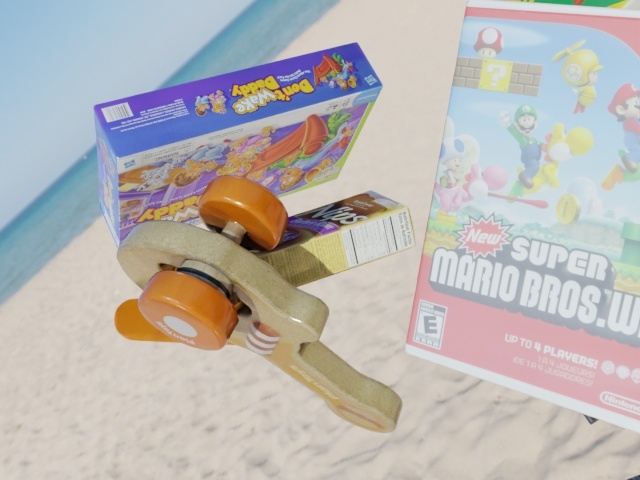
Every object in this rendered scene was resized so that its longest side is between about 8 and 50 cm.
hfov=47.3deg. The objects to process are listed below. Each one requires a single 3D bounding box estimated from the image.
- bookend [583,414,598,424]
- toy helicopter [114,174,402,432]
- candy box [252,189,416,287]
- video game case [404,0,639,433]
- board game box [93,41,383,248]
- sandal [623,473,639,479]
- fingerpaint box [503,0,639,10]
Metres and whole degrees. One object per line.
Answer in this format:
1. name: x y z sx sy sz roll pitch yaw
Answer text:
1. bookend: 0.526 0.248 1.341 0.157 0.156 0.072 -36 49 10
2. toy helicopter: -0.058 0.102 0.751 0.235 0.355 0.140 -17 40 49
3. candy box: 0.000 0.000 0.830 0.187 0.053 0.109 -17 19 -15
4. video game case: 0.178 -0.022 0.534 0.204 0.285 0.025 15 14 30
5. board game box: -0.113 -0.122 0.965 0.347 0.078 0.233 -20 -19 -23
6. sandal: 0.601 0.469 1.256 0.446 0.106 0.168 -17 7 -19
7. fingerpaint box: 0.471 -0.275 0.877 0.371 0.445 0.163 -47 46 46
